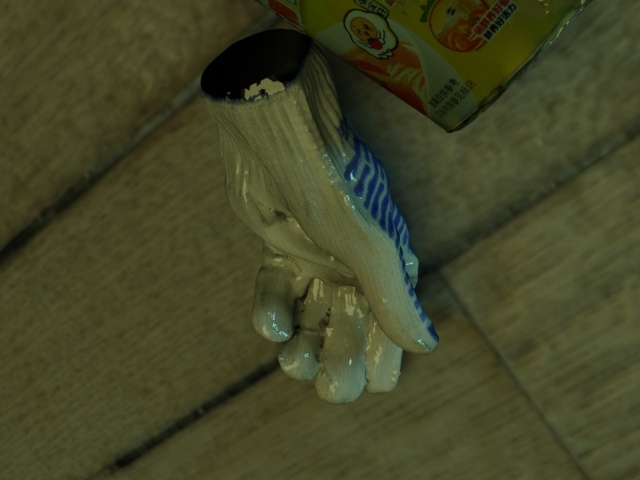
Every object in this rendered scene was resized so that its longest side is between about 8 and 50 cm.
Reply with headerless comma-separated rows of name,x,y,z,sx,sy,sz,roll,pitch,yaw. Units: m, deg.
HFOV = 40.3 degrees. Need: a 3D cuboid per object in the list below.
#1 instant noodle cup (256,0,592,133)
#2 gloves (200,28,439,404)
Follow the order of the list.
instant noodle cup,0.057,-0.157,0.391,0.153,0.205,0.205,40,115,-5
gloves,0.003,-0.005,0.493,0.119,0.097,0.229,16,127,47
